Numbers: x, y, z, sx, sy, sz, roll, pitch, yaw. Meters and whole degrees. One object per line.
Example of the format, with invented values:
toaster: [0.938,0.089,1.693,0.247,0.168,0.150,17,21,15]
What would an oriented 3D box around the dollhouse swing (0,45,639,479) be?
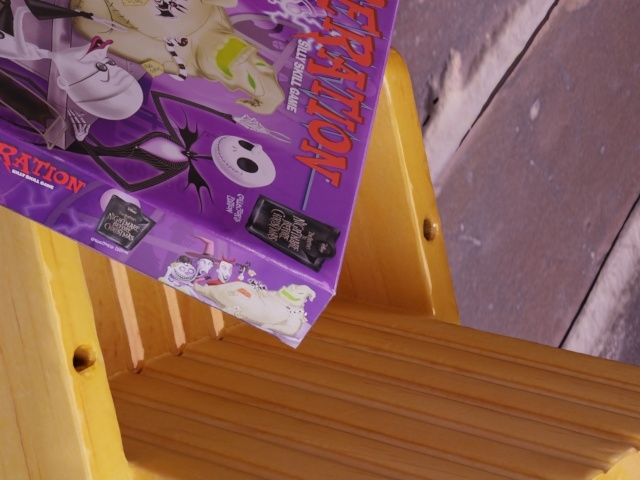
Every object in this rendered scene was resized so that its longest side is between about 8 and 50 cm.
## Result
dollhouse swing: [0.000,0.000,0.930,0.347,0.305,0.315,-18,99,-51]

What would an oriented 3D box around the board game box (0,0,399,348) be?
board game box: [-0.067,-0.110,0.902,0.208,0.056,0.347,29,36,-13]
